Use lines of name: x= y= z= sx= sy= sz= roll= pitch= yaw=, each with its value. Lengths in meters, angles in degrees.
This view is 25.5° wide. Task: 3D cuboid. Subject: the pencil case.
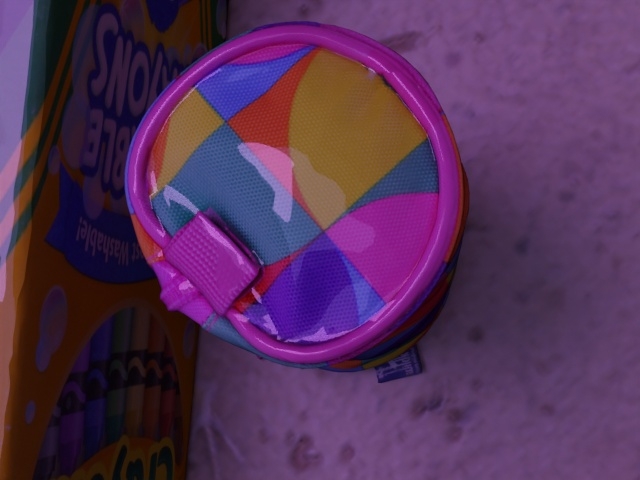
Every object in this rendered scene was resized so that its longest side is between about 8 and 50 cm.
pencil case: x=0.000 y=0.000 z=0.490 sx=0.104 sy=0.236 sz=0.104 roll=-1 pitch=82 yaw=4

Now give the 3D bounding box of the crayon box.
crayon box: x=-0.107 y=0.014 z=0.520 sx=0.083 sy=0.203 sz=0.322 roll=6 pitch=89 yaw=11
